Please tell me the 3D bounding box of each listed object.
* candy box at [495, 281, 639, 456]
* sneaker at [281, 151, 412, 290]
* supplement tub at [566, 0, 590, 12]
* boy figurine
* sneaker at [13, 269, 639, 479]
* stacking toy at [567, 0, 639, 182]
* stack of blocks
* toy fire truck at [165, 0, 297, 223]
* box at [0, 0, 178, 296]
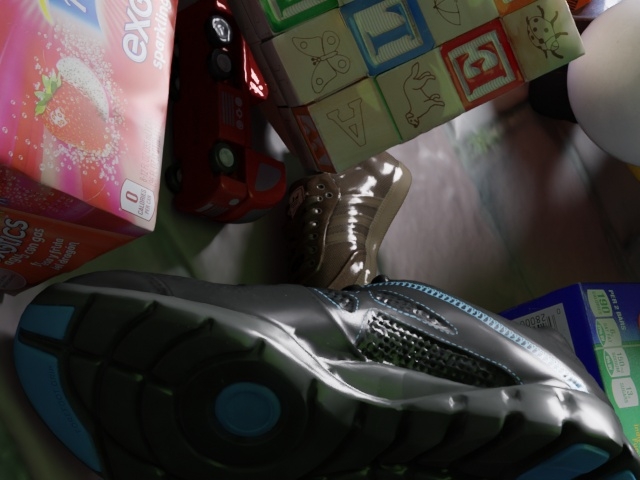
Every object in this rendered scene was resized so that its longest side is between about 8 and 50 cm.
[{"bbox_3d":[0.270,0.174,1.050,0.317,0.122,0.268,3,70,-49],"label":"candy box"},{"bbox_3d":[0.000,0.000,0.888,0.071,0.066,0.188,36,42,-10],"label":"sneaker"},{"bbox_3d":[0.091,-0.321,1.010,0.338,0.207,0.207,35,50,-34],"label":"supplement tub"},{"bbox_3d":[0.267,-0.224,1.237,0.285,0.092,0.177,-58,148,-46],"label":"boy figurine"},{"bbox_3d":[0.002,0.081,0.759,0.340,0.125,0.140,16,29,-13],"label":"sneaker"},{"bbox_3d":[0.330,-0.118,1.049,0.480,0.350,0.351,1,72,-48],"label":"stacking toy"},{"bbox_3d":[0.014,-0.209,0.806,0.171,0.087,0.297,-26,100,-10],"label":"stack of blocks"},{"bbox_3d":[-0.036,-0.095,0.889,0.135,0.047,0.192,17,61,-44],"label":"toy fire truck"},{"bbox_3d":[-0.158,-0.118,0.704,0.128,0.122,0.257,26,55,-38],"label":"box"}]
